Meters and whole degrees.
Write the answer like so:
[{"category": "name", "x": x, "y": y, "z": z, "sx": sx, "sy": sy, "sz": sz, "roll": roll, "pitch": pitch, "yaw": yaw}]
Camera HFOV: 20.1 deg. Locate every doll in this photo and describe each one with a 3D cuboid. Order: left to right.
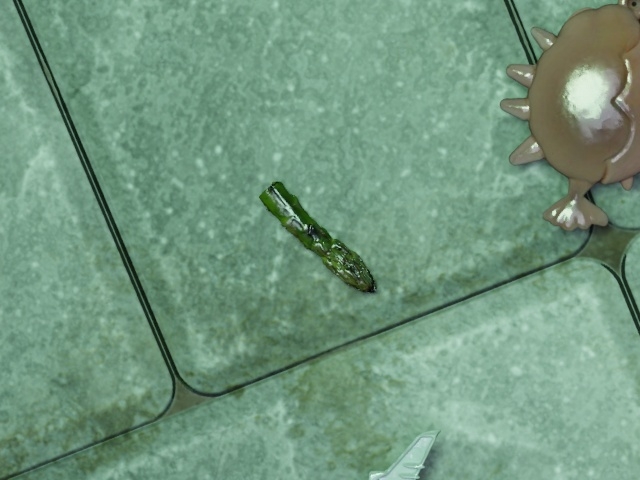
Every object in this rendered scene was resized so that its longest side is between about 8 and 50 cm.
[{"category": "doll", "x": 0.294, "y": -0.137, "z": 1.893, "sx": 0.211, "sy": 0.093, "sz": 0.262, "roll": 9, "pitch": 97, "yaw": 3}]

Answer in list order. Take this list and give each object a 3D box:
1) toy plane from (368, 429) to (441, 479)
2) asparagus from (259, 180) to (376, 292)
[{"category": "toy plane", "x": 0.078, "y": 0.330, "z": 1.966, "sx": 0.255, "sy": 0.101, "sz": 0.251, "roll": 0, "pitch": 108, "yaw": 7}, {"category": "asparagus", "x": 0.000, "y": 0.000, "z": 1.976, "sx": 0.165, "sy": 0.030, "sz": 0.036, "roll": 42, "pitch": 72, "yaw": 2}]
